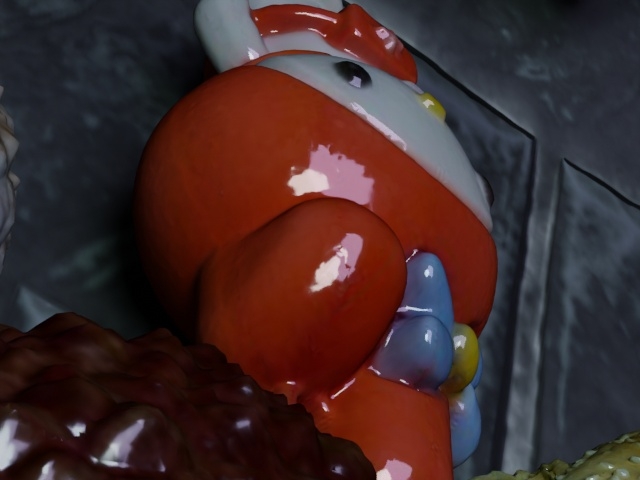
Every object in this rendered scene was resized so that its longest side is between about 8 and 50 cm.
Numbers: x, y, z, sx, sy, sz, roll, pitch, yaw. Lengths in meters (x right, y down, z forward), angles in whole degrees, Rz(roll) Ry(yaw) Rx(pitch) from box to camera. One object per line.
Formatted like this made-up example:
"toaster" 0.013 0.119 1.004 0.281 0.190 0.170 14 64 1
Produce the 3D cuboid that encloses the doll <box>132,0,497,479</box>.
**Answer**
"doll" 0.000 0.000 0.788 0.161 0.130 0.290 43 27 -31

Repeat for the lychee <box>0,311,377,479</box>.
"lychee" -0.092 0.148 0.519 0.300 0.264 0.264 -25 81 -44

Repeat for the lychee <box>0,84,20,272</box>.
"lychee" -0.188 -0.027 0.617 0.197 0.165 0.165 38 44 -26

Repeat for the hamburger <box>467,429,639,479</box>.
"hamburger" 0.163 0.172 0.828 0.215 0.122 0.189 15 54 -37
